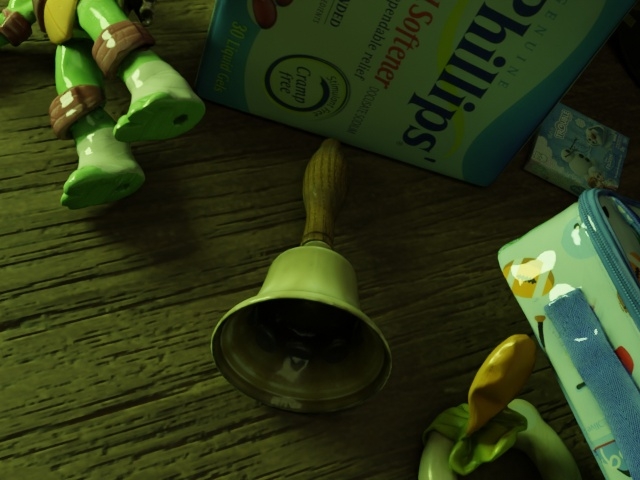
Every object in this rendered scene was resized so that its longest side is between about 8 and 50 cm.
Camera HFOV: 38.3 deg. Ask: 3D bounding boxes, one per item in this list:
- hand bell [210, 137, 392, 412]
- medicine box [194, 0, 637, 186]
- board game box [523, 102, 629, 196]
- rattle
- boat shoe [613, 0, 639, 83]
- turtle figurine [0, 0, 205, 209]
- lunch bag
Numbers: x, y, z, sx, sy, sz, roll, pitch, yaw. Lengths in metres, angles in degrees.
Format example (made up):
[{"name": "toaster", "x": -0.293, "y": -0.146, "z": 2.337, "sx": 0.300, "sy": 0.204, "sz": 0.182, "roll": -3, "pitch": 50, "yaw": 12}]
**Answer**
[{"name": "hand bell", "x": 0.000, "y": 0.000, "z": 0.721, "sx": 0.126, "sy": 0.126, "sz": 0.242, "roll": 18, "pitch": 43, "yaw": -8}, {"name": "medicine box", "x": 0.070, "y": -0.209, "z": 0.761, "sx": 0.289, "sy": 0.263, "sz": 0.149, "roll": 17, "pitch": 56, "yaw": -8}, {"name": "board game box", "x": 0.250, "y": -0.085, "z": 0.896, "sx": 0.090, "sy": 0.020, "sz": 0.090, "roll": 26, "pitch": 55, "yaw": -1}, {"name": "rattle", "x": 0.156, "y": 0.185, "z": 0.626, "sx": 0.130, "sy": 0.143, "sz": 0.199, "roll": 9, "pitch": 50, "yaw": -31}, {"name": "boat shoe", "x": 0.362, "y": -0.227, "z": 1.001, "sx": 0.072, "sy": 0.068, "sz": 0.190, "roll": -9, "pitch": 62, "yaw": -37}, {"name": "turtle figurine", "x": -0.220, "y": -0.169, "z": 0.682, "sx": 0.198, "sy": 0.274, "sz": 0.266, "roll": -30, "pitch": 74, "yaw": 4}, {"name": "lunch bag", "x": 0.257, "y": 0.111, "z": 0.658, "sx": 0.243, "sy": 0.115, "sz": 0.303, "roll": 10, "pitch": 50, "yaw": -55}]
